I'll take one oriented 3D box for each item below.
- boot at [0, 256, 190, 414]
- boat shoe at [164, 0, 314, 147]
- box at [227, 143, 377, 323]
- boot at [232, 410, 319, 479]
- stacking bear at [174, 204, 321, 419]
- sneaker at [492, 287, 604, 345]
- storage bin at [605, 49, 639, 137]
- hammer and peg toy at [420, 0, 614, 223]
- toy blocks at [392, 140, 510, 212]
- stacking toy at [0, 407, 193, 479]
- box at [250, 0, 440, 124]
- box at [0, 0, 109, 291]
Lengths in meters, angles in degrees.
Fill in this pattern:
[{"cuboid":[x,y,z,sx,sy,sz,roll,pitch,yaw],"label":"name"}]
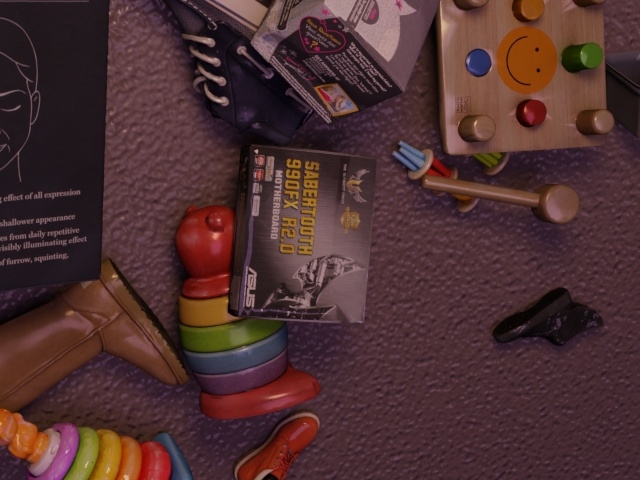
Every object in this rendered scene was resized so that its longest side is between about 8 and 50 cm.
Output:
[{"cuboid":[-0.351,0.175,1.743,0.269,0.089,0.236,-34,113,-1],"label":"boot"},{"cuboid":[-0.132,-0.248,1.627,0.340,0.127,0.158,29,95,-28],"label":"boat shoe"},{"cuboid":[-0.024,-0.007,1.676,0.183,0.056,0.231,5,90,-19],"label":"box"},{"cuboid":[-0.057,0.330,1.891,0.158,0.084,0.059,-42,114,-2],"label":"boot"},{"cuboid":[-0.126,0.090,1.749,0.164,0.175,0.289,-17,104,-19],"label":"stacking bear"},{"cuboid":[0.363,0.139,1.977,0.170,0.051,0.089,-32,111,-9],"label":"sneaker"},{"cuboid":[0.482,-0.217,1.851,0.098,0.135,0.091,-9,123,-15],"label":"storage bin"},{"cuboid":[0.281,-0.197,1.745,0.266,0.127,0.361,-4,96,-17],"label":"hammer and peg toy"},{"cuboid":[0.189,-0.127,1.823,0.148,0.054,0.123,32,97,-25],"label":"toy blocks"},{"cuboid":[-0.344,0.314,1.731,0.302,0.175,0.166,33,95,-28],"label":"stacking toy"},{"cuboid":[0.044,-0.303,1.593,0.163,0.142,0.247,45,46,-26],"label":"box"},{"cuboid":[-0.430,-0.149,1.488,0.293,0.212,0.395,-6,112,-33],"label":"box"}]
